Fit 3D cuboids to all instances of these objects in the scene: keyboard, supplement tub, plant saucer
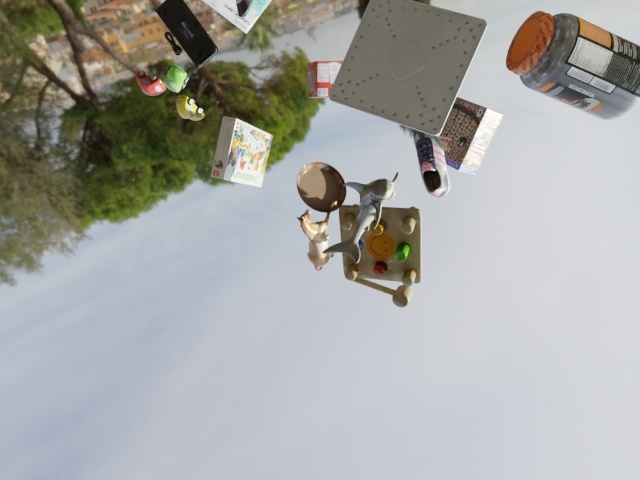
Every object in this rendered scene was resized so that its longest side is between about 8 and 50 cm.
[{"bbox_3d":[-0.357,-0.542,1.350,0.108,0.180,0.023,-32,-168,20],"label":"keyboard"},{"bbox_3d":[0.650,-0.446,1.306,0.316,0.193,0.193,19,-160,-11],"label":"supplement tub"},{"bbox_3d":[0.000,-0.162,1.595,0.168,0.168,0.029,-31,177,-29],"label":"plant saucer"}]

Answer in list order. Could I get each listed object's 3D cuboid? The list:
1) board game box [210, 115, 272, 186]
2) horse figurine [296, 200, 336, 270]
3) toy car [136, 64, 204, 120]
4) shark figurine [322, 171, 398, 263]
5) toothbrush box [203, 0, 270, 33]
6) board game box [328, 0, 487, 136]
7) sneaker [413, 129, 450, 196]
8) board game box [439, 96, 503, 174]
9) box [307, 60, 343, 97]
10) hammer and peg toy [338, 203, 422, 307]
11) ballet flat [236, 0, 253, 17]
[{"bbox_3d":[-0.257,-0.288,1.721,0.053,0.193,0.305,15,-174,15],"label":"board game box"},{"bbox_3d":[0.000,0.000,1.587,0.066,0.263,0.174,14,-142,21],"label":"horse figurine"},{"bbox_3d":[-0.451,-0.456,1.553,0.053,0.239,0.225,-63,-164,-18],"label":"toy car"},{"bbox_3d":[0.094,-0.084,1.234,0.116,0.278,0.166,26,-133,-2],"label":"shark figurine"},{"bbox_3d":[-0.281,-0.974,1.924,0.295,0.216,0.126,-41,-143,27],"label":"toothbrush box"},{"bbox_3d":[0.274,-0.565,1.651,0.390,0.390,0.050,24,179,18],"label":"board game box"},{"bbox_3d":[0.455,-0.334,2.139,0.112,0.319,0.131,-20,177,32],"label":"sneaker"},{"bbox_3d":[0.643,-0.482,2.341,0.141,0.291,0.232,4,-156,-41],"label":"board game box"},{"bbox_3d":[0.089,-0.594,1.899,0.257,0.128,0.122,-6,-164,-15],"label":"box"},{"bbox_3d":[0.185,0.060,1.619,0.266,0.361,0.127,5,-150,18],"label":"hammer and peg toy"},{"bbox_3d":[-0.264,-0.857,1.797,0.074,0.074,0.203,-6,-129,25],"label":"ballet flat"}]
